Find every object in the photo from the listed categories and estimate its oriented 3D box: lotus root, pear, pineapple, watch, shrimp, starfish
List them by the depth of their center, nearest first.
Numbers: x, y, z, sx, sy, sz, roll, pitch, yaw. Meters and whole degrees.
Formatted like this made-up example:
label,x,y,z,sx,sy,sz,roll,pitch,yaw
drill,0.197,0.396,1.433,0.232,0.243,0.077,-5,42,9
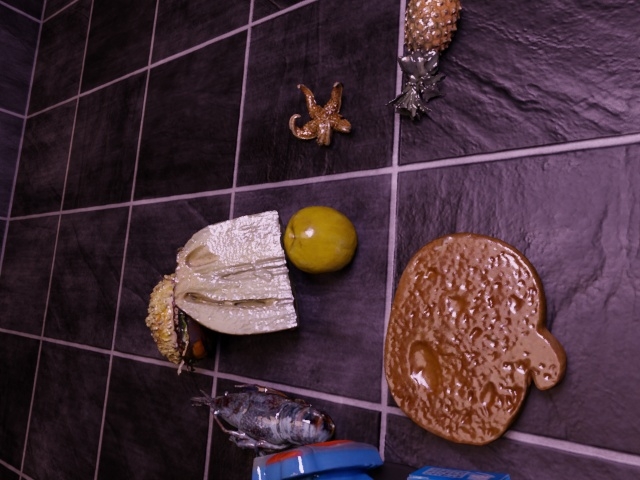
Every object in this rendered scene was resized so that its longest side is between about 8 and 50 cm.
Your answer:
label,x,y,z,sx,sy,sz,roll,pitch,yaw
watch,-0.017,0.527,0.837,0.305,0.241,0.274,-47,44,38
pineapple,0.213,-0.375,0.959,0.125,0.125,0.251,18,97,37
pear,0.000,0.000,1.006,0.149,0.162,0.148,-18,68,52
shrimp,-0.140,0.410,1.030,0.372,0.137,0.172,-7,61,34
lotus root,-0.193,0.098,1.070,0.260,0.149,0.267,-12,77,1
starfish,0.012,-0.299,1.103,0.190,0.074,0.146,26,98,37

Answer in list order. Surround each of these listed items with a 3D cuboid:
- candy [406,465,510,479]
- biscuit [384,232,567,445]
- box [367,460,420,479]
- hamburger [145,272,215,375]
label,x,y,z,sx,sy,sz,roll,pitch,yaw
candy,0.240,0.545,0.758,0.157,0.100,0.305,-12,73,33
biscuit,0.269,0.171,0.833,0.314,0.063,0.367,12,88,35
box,0.142,0.490,0.887,0.126,0.027,0.125,-10,73,36
hamburger,-0.350,0.206,1.178,0.139,0.243,0.261,-9,70,-4
